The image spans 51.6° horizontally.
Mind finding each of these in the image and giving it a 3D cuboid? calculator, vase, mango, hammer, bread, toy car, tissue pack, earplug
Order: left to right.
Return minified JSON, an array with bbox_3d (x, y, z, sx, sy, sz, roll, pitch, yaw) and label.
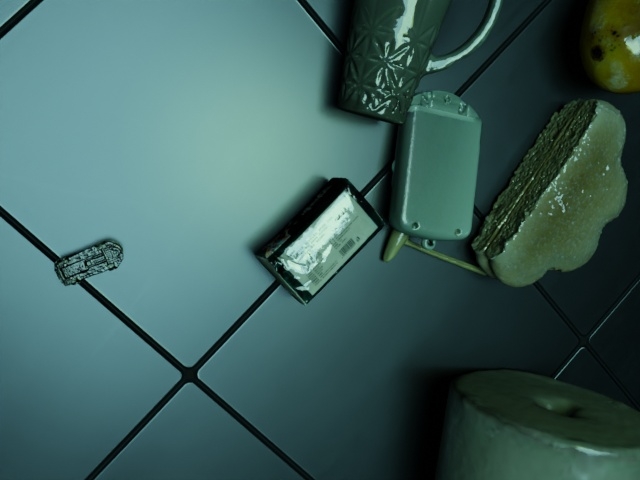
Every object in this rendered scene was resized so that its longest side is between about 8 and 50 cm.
[{"bbox_3d":[-0.312,0.029,0.898,0.093,0.025,0.041,-22,106,-11],"label":"toy car"},{"bbox_3d":[-0.001,0.000,0.965,0.170,0.090,0.103,-45,109,-10],"label":"tissue pack"},{"bbox_3d":[0.122,-0.318,0.934,0.250,0.156,0.301,15,99,-1],"label":"vase"},{"bbox_3d":[0.178,-0.108,1.018,0.141,0.045,0.246,6,88,-21],"label":"calculator"},{"bbox_3d":[0.190,0.035,1.069,0.195,0.028,0.060,20,95,-21],"label":"hammer"},{"bbox_3d":[0.321,0.433,1.026,0.312,0.312,0.394,7,99,-19],"label":"earplug"},{"bbox_3d":[0.400,-0.059,1.085,0.183,0.102,0.337,36,87,-19],"label":"bread"},{"bbox_3d":[0.531,-0.369,1.066,0.193,0.146,0.316,47,72,-22],"label":"mango"}]
